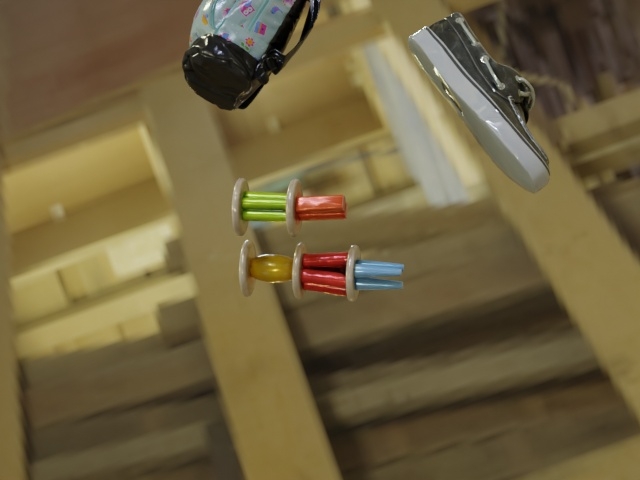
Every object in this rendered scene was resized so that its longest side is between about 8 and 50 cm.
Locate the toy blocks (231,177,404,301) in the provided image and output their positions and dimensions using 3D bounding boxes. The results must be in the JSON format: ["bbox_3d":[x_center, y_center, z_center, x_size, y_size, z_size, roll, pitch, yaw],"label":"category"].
[{"bbox_3d":[0.000,0.000,1.615,0.054,0.148,0.123,-75,-15,-53],"label":"toy blocks"}]

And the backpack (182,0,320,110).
[{"bbox_3d":[-0.077,-0.249,1.992,0.115,0.182,0.152,33,161,-14],"label":"backpack"}]

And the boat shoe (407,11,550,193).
[{"bbox_3d":[0.168,-0.141,1.737,0.219,0.070,0.078,55,174,29],"label":"boat shoe"}]
